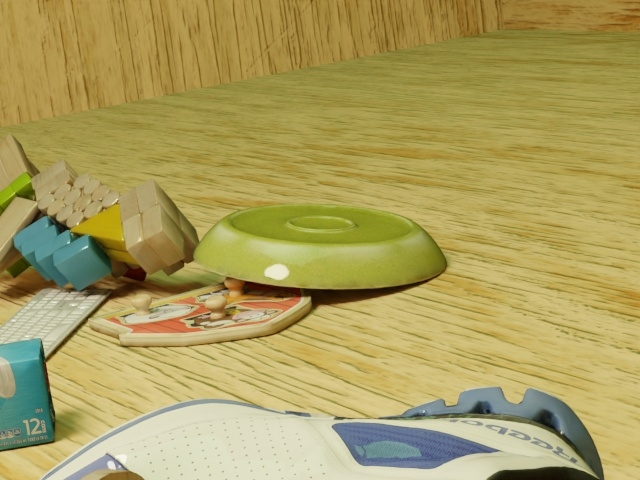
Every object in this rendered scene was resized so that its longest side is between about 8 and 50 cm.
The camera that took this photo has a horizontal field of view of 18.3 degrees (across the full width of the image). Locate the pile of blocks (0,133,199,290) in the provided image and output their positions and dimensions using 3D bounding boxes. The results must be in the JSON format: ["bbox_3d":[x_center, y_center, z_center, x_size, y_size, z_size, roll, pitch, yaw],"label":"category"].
[{"bbox_3d":[-0.251,0.005,2.002,0.362,0.112,0.149,17,63,48],"label":"pile of blocks"}]

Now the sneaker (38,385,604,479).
[{"bbox_3d":[0.016,0.148,0.985,0.315,0.127,0.182,-9,9,-11],"label":"sneaker"}]

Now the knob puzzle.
[{"bbox_3d":[-0.093,0.058,1.779,0.213,0.030,0.213,-7,11,1],"label":"knob puzzle"}]

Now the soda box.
[{"bbox_3d":[-0.306,0.127,1.481,0.210,0.067,0.071,-10,11,-5],"label":"soda box"}]

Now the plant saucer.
[{"bbox_3d":[0.000,0.000,1.882,0.241,0.037,0.241,1,13,0],"label":"plant saucer"}]

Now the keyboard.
[{"bbox_3d":[-0.256,0.076,1.842,0.072,0.014,0.256,-6,11,9],"label":"keyboard"}]

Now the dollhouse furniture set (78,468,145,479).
[{"bbox_3d":[-0.324,0.155,0.855,0.362,0.256,0.394,0,14,34],"label":"dollhouse furniture set"}]
